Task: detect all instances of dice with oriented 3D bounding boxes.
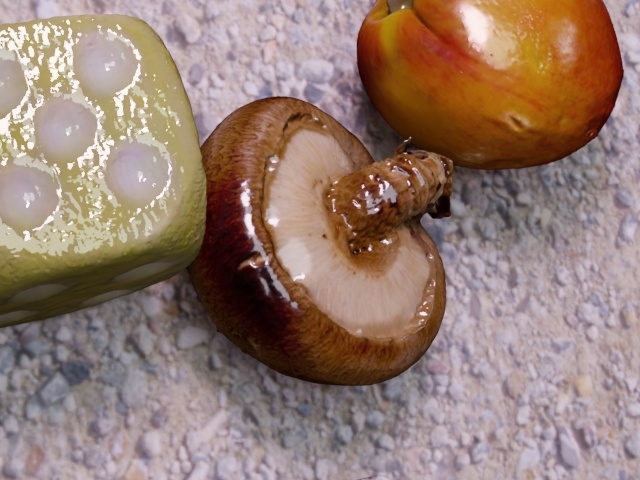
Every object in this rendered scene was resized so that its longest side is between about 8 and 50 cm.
[{"bbox_3d":[-0.245,-0.058,1.424,0.233,0.238,0.227,-13,82,-23],"label":"dice"}]

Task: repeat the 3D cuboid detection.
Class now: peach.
[{"bbox_3d":[0.178,-0.184,1.620,0.281,0.238,0.281,33,25,-18],"label":"peach"}]

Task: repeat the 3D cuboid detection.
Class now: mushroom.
[{"bbox_3d":[-0.002,0.001,1.543,0.278,0.163,0.297,-31,91,-28],"label":"mushroom"}]

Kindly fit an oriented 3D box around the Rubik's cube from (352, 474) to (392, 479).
[{"bbox_3d":[0.060,0.403,1.408,0.291,0.291,0.290,31,69,-13],"label":"Rubik's cube"}]
